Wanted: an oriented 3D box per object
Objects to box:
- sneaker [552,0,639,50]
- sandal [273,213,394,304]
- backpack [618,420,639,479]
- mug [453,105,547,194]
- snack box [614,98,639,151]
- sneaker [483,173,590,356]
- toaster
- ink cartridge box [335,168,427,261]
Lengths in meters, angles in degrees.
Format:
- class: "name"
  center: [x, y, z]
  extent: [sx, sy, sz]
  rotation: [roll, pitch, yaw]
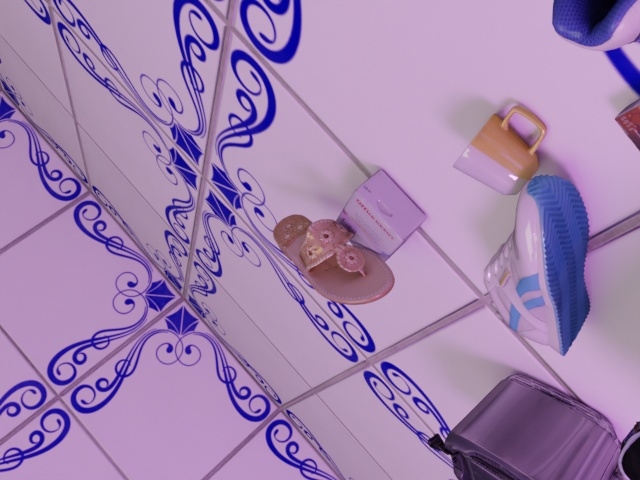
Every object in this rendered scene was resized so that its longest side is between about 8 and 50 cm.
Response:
- class: "sneaker"
  center: [0.148, -0.237, 0.316]
  extent: [0.112, 0.131, 0.296]
  rotation: [19, 141, 54]
- class: "sandal"
  center: [-0.005, 0.004, 0.884]
  extent: [0.240, 0.088, 0.079]
  rotation: [33, 160, 50]
- class: "backpack"
  center: [0.360, 0.163, 0.452]
  extent: [0.225, 0.191, 0.253]
  rotation: [45, 167, 23]
- class: "mug"
  center: [0.169, -0.078, 0.614]
  extent: [0.064, 0.062, 0.078]
  rotation: [39, 163, 6]
- class: "snack box"
  center: [0.297, -0.038, 0.484]
  extent: [0.178, 0.022, 0.064]
  rotation: [51, 156, -1]
- class: "sneaker"
  center: [0.207, 0.027, 0.655]
  extent: [0.092, 0.087, 0.228]
  rotation: [23, 148, 36]
- class: "toaster"
  center: [0.269, 0.273, 0.852]
  extent: [0.227, 0.146, 0.129]
  rotation: [23, 145, 46]
- class: "ink cartridge box"
  center: [0.076, -0.025, 0.870]
  extent: [0.088, 0.052, 0.122]
  rotation: [47, 160, 7]
